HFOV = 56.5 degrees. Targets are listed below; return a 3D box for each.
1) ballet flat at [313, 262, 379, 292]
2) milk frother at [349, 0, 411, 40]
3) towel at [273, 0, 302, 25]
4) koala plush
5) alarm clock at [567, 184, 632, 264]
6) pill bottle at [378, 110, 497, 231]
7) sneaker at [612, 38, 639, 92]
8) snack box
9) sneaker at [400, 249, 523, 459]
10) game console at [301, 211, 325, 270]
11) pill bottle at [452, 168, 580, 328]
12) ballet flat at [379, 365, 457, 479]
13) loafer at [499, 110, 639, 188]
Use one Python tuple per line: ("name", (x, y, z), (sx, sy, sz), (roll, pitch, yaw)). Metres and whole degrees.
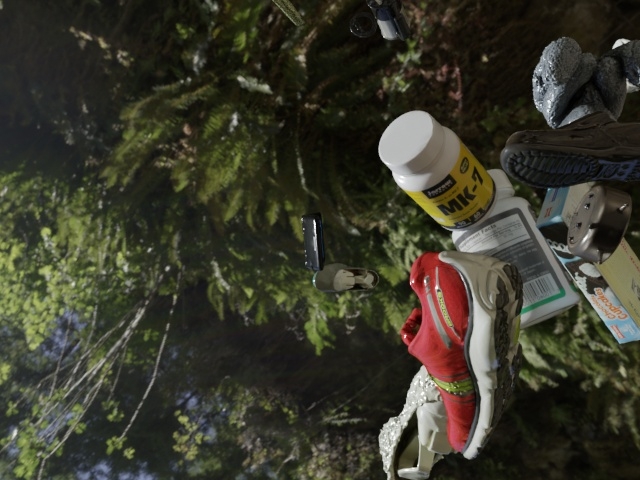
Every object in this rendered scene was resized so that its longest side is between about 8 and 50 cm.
("ballet flat", (0.072, 0.094, 1.480), (0.213, 0.068, 0.072), (2, -86, -50))
("milk frother", (0.157, -0.576, 1.571), (0.135, 0.143, 0.129), (40, -145, -60))
("towel", (-0.103, -0.593, 1.453), (0.148, 0.027, 0.110), (35, -160, -45))
("koala plush", (0.468, -0.209, 1.052), (0.196, 0.203, 0.221), (1, -103, 0))
("alarm clock", (0.476, -0.034, 1.039), (0.064, 0.129, 0.192), (20, -165, 8))
("pill bottle", (0.191, -0.110, 0.965), (0.208, 0.119, 0.119), (35, -147, -41))
("sneaker", (0.732, -0.373, 1.348), (0.090, 0.115, 0.232), (26, -164, -26))
("snack box", (0.564, 0.029, 1.212), (0.322, 0.060, 0.187), (50, -134, -14))
("sneaker", (0.143, 0.117, 0.627), (0.118, 0.279, 0.107), (16, -137, 30))
("game console", (0.000, 0.000, 1.340), (0.071, 0.107, 0.122), (-9, -83, -27))
("pill bottle", (0.442, 0.025, 1.425), (0.204, 0.204, 0.361), (0, -118, -48))
("ballet flat", (0.205, 0.339, 1.063), (0.147, 0.409, 0.147), (7, -132, -8))
("loafer", (0.327, -0.116, 0.739), (0.220, 0.080, 0.078), (0, -117, -6))
